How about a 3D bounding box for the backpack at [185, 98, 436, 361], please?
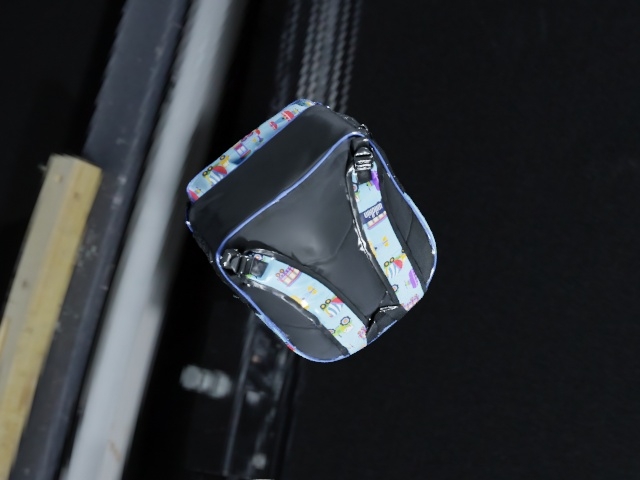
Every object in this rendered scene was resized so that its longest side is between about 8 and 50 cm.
[{"bbox_3d":[0.000,0.000,0.952,0.158,0.173,0.117,-41,-142,-4],"label":"backpack"}]
